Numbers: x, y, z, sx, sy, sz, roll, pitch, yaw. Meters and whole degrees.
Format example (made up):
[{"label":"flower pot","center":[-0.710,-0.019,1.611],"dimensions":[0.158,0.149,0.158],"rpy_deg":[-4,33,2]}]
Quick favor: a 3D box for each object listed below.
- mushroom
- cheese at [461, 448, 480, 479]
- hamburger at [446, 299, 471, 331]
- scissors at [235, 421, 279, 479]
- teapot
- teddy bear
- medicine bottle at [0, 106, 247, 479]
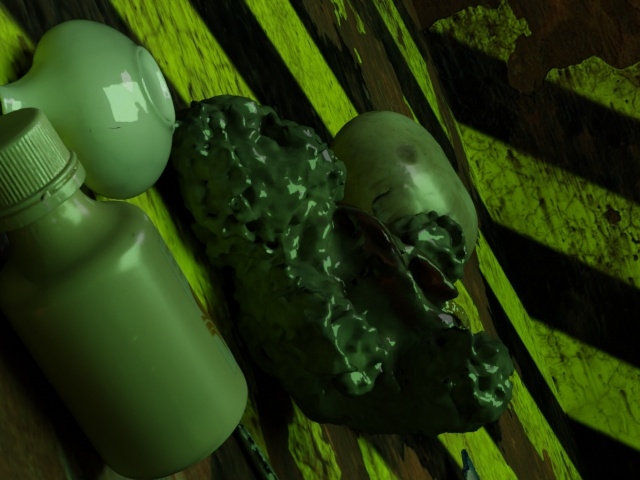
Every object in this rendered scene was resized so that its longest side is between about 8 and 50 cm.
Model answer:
[{"label":"mushroom","center":[0.093,-0.049,1.692],"dimensions":[0.255,0.184,0.255],"rpy_deg":[55,23,-39]},{"label":"cheese","center":[0.215,0.388,1.778],"dimensions":[0.286,0.074,0.189],"rpy_deg":[-86,153,-64]},{"label":"hamburger","center":[0.091,0.143,1.492],"dimensions":[0.185,0.177,0.113],"rpy_deg":[9,51,-23]},{"label":"scissors","center":[-0.010,0.274,1.228],"dimensions":[0.109,0.022,0.300],"rpy_deg":[-90,155,-62]},{"label":"teapot","center":[-0.164,-0.102,1.045],"dimensions":[0.226,0.092,0.145],"rpy_deg":[30,43,-72]},{"label":"teddy bear","center":[0.000,0.000,1.265],"dimensions":[0.367,0.224,0.357],"rpy_deg":[56,12,-24]},{"label":"medicine bottle","center":[-0.148,0.034,0.869],"dimensions":[0.114,0.114,0.252],"rpy_deg":[-85,150,-58]}]
